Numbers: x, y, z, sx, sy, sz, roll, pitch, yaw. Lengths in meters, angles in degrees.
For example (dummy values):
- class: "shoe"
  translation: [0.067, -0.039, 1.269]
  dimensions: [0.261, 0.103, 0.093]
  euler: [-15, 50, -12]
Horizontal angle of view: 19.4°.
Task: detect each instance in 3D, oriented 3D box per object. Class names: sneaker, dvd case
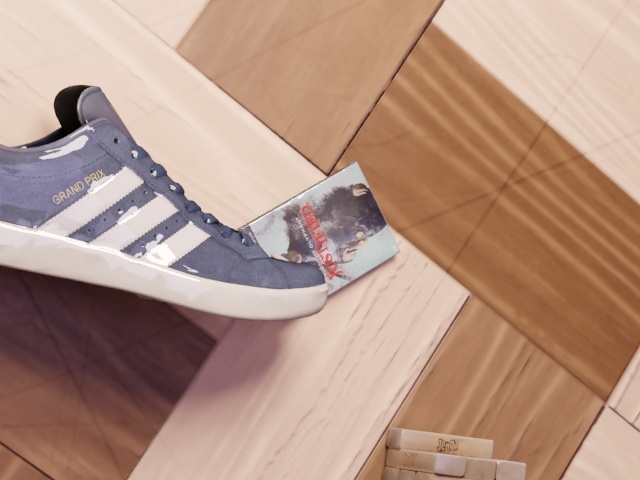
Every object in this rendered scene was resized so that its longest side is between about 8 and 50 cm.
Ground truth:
- class: "sneaker"
  translation: [-0.145, -0.034, 1.402]
  dimensions: [0.350, 0.131, 0.148]
  euler: [14, 87, -23]
- class: "dvd case"
  translation: [0.000, 0.000, 1.532]
  dimensions: [0.119, 0.013, 0.087]
  euler: [-30, 100, -22]

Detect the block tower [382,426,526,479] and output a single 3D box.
- class: "block tower"
  translation: [0.089, 0.324, 1.518]
  dimensions: [0.091, 0.097, 0.335]
  euler: [10, 83, -24]
